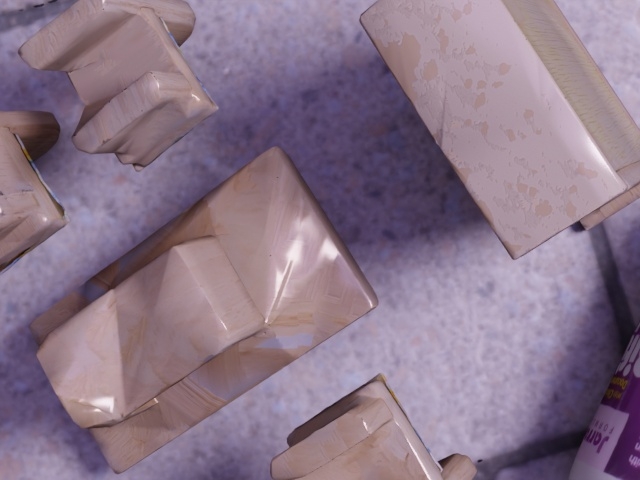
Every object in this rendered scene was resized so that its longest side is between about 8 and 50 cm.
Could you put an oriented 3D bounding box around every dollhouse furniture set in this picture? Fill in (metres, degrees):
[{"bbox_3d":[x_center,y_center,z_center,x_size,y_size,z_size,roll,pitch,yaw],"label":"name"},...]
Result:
[{"bbox_3d":[0.000,0.000,0.805,0.394,0.256,0.362,-34,83,20],"label":"dollhouse furniture set"}]

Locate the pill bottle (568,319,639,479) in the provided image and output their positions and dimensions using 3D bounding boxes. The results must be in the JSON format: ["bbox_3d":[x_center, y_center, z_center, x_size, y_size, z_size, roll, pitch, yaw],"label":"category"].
[{"bbox_3d":[0.257,0.124,0.772,0.169,0.169,0.302,26,86,4],"label":"pill bottle"}]
